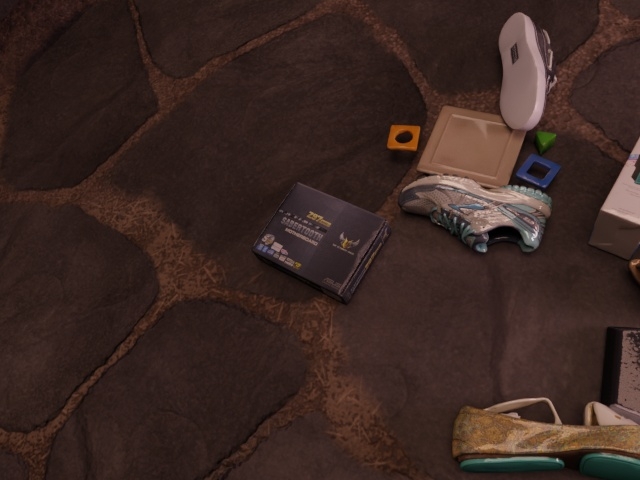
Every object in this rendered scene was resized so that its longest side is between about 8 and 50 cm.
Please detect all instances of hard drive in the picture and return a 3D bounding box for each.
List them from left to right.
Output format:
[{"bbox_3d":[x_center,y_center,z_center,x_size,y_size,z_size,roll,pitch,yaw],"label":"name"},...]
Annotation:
[{"bbox_3d":[0.573,0.223,0.800,0.255,0.054,0.171,10,68,21],"label":"hard drive"}]

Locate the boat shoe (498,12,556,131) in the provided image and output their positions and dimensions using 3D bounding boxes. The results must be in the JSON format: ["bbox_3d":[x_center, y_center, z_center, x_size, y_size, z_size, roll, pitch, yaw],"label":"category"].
[{"bbox_3d":[0.439,-0.342,1.096,0.102,0.108,0.301,17,56,-18],"label":"boat shoe"}]

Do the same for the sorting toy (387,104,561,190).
[{"bbox_3d":[0.311,-0.187,1.090,0.348,0.047,0.195,18,64,21],"label":"sorting toy"}]

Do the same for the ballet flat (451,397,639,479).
[{"bbox_3d":[0.375,0.296,0.796,0.349,0.123,0.123,-3,64,17],"label":"ballet flat"}]

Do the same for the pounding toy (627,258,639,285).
[{"bbox_3d":[0.635,0.035,0.795,0.270,0.155,0.154,-8,86,13],"label":"pounding toy"}]

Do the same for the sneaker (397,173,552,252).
[{"bbox_3d":[0.280,-0.046,0.995,0.283,0.110,0.122,8,71,21],"label":"sneaker"}]

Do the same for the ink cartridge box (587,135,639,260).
[{"bbox_3d":[0.560,-0.098,0.918,0.078,0.134,0.231,27,74,27],"label":"ink cartridge box"}]

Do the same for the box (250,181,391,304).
[{"bbox_3d":[0.000,0.000,1.083,0.233,0.059,0.183,26,73,26],"label":"box"}]
